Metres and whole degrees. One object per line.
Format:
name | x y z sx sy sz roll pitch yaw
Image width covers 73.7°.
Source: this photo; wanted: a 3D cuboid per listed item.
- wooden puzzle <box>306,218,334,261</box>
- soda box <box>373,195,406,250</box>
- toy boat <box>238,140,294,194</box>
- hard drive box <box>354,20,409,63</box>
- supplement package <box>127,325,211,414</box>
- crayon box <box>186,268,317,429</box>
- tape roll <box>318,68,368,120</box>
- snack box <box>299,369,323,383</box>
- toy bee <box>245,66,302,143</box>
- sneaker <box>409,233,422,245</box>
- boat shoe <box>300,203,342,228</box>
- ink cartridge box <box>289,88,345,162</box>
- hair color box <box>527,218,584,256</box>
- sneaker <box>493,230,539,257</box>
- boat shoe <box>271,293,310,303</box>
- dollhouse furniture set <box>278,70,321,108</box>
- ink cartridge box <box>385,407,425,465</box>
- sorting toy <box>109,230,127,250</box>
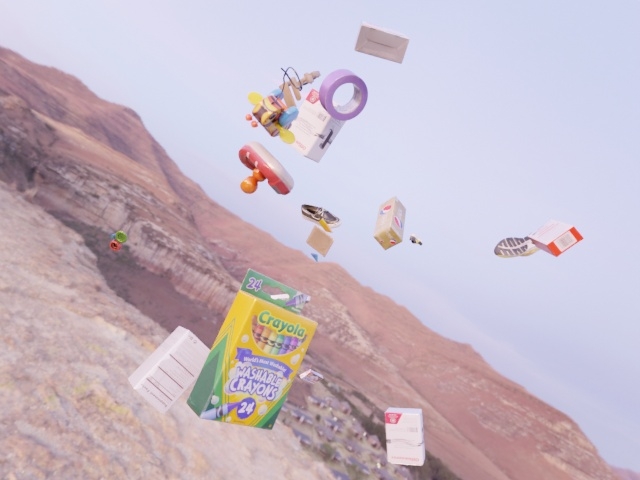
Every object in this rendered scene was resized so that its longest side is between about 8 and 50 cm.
wooden puzzle | 0.000 0.000 1.172 0.078 0.116 0.014 46 37 11
soda box | 0.202 -0.053 1.231 0.061 0.181 0.058 -31 -70 31
toy boat | -0.203 -0.215 1.403 0.231 0.151 0.151 48 0 37
hard drive box | 0.223 -0.744 1.599 0.181 0.089 0.232 14 30 -4
supplement package | -0.374 0.321 1.078 0.105 0.179 0.105 51 -26 -19
crayon box | -0.139 0.253 0.983 0.203 0.323 0.083 31 -11 -39
tape roll | 0.094 -0.594 1.748 0.189 0.189 0.080 36 17 -39
snack box | -0.045 0.709 2.220 0.022 0.064 0.178 64 7 34
toy bee | -0.159 -0.393 1.296 0.195 0.162 0.298 46 -14 24
sneaker | 0.427 0.003 1.923 0.083 0.035 0.031 38 -10 -28
boat shoe | -0.001 -0.118 2.021 0.219 0.078 0.070 18 -38 26
ink cartridge box | -0.025 -0.527 1.977 0.197 0.273 0.114 43 14 34
hair color box | 0.717 -0.010 1.312 0.053 0.093 0.167 50 13 -3
sneaker | 0.775 0.035 1.657 0.208 0.081 0.094 -12 -35 0
boat shoe | -0.202 0.352 2.336 0.306 0.105 0.113 -4 -19 12
dollhouse furniture set | -0.079 -0.710 2.029 0.144 0.151 0.123 -13 -78 46
ink cartridge box | 0.264 0.609 1.335 0.109 0.150 0.063 -5 -7 19
sorting toy | -0.818 -0.005 1.739 0.061 0.102 0.042 43 17 -4
